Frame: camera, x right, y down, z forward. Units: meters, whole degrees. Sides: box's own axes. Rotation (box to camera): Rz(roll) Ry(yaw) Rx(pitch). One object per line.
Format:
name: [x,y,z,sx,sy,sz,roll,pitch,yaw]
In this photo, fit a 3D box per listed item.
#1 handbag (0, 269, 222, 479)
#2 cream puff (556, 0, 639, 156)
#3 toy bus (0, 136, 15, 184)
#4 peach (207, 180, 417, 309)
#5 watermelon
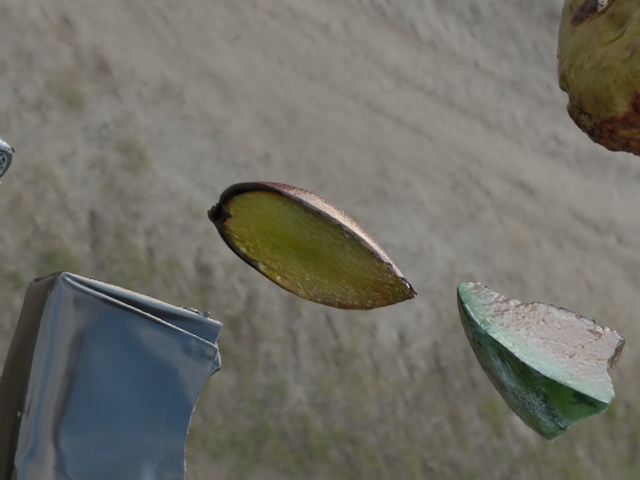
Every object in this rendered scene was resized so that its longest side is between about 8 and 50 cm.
handbag: [-0.249,0.197,1.872,0.257,0.113,0.285,17,75,-28]
cream puff: [0.168,-0.101,0.688,0.084,0.149,0.149,22,46,-23]
toy bus: [-0.407,-0.140,1.470,0.143,0.153,0.329,46,-14,24]
peach: [0.001,-0.003,1.791,0.068,0.279,0.189,-57,150,-26]
watermelon: [0.156,0.090,1.198,0.080,0.155,0.101,-46,155,-35]
